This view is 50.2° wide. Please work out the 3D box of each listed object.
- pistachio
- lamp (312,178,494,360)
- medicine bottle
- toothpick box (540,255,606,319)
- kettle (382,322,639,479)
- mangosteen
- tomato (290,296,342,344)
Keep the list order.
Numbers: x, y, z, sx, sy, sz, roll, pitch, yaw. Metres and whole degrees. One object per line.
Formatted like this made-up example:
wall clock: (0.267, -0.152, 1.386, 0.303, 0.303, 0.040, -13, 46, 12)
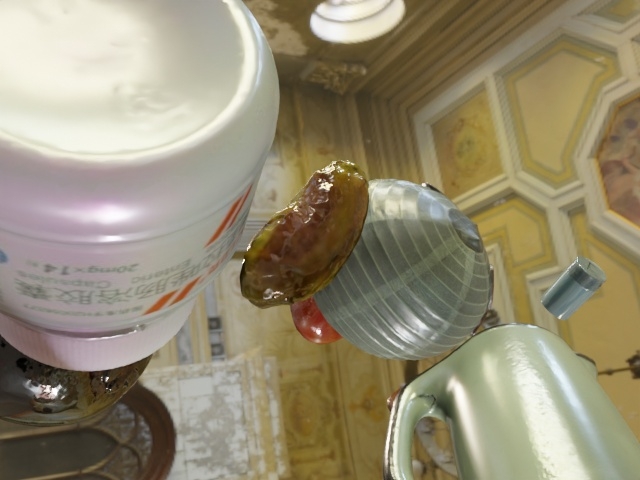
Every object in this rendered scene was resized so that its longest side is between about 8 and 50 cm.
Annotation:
pistachio: (0.000, 0.000, 0.633, 0.049, 0.173, 0.089, 24, -25, 46)
lamp: (0.109, 0.039, 0.895, 0.265, 0.233, 0.233, 54, -29, -9)
medicine bottle: (-0.174, -0.045, 0.526, 0.302, 0.241, 0.241, 117, -38, -55)
toothpick box: (0.364, 0.069, 0.985, 0.083, 0.052, 0.052, -58, -138, 32)
kettle: (0.176, 0.198, 0.634, 0.255, 0.241, 0.165, -92, 174, -62)
mangosteen: (-0.385, 0.113, 0.955, 0.297, 0.314, 0.296, 0, 90, -79)
tomato: (0.022, 0.107, 1.232, 0.091, 0.139, 0.159, -14, -117, 52)
